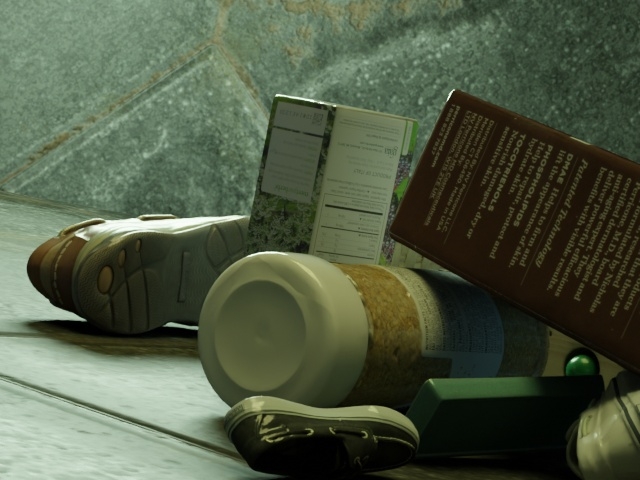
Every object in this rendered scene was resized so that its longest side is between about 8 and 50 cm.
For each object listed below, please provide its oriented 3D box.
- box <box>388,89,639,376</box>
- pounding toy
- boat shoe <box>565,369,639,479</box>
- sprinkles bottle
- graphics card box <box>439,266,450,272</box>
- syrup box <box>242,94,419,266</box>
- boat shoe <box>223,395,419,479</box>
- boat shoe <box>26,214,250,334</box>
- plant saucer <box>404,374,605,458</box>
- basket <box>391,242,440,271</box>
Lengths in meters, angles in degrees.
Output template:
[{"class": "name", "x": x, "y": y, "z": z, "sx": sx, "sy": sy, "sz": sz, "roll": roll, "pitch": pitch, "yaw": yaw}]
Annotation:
[{"class": "box", "x": 0.241, "y": 0.018, "z": 1.321, "sx": 0.191, "sy": 0.143, "sz": 0.381, "roll": 19, "pitch": 8, "yaw": -37}, {"class": "pounding toy", "x": 0.292, "y": 0.114, "z": 1.763, "sx": 0.141, "sy": 0.100, "sz": 0.130, "roll": 8, "pitch": 4, "yaw": -44}, {"class": "boat shoe", "x": 0.206, "y": 0.137, "z": 1.251, "sx": 0.076, "sy": 0.083, "sz": 0.226, "roll": -25, "pitch": -12, "yaw": 5}, {"class": "sprinkles bottle", "x": 0.054, "y": 0.077, "z": 1.403, "sx": 0.121, "sy": 0.121, "sz": 0.355, "roll": 13, "pitch": 4, "yaw": 33}, {"class": "graphics card box", "x": 0.306, "y": 0.104, "z": 2.074, "sx": 0.371, "sy": 0.094, "sz": 0.233, "roll": 11, "pitch": 3, "yaw": 9}, {"class": "syrup box", "x": 0.000, "y": 0.000, "z": 1.541, "sx": 0.096, "sy": 0.236, "sz": 0.093, "roll": 7, "pitch": 5, "yaw": -38}, {"class": "boat shoe", "x": 0.005, "y": 0.128, "z": 1.097, "sx": 0.142, "sy": 0.049, "sz": 0.040, "roll": 11, "pitch": 36, "yaw": -34}, {"class": "boat shoe", "x": -0.146, "y": 0.025, "z": 1.696, "sx": 0.116, "sy": 0.123, "sz": 0.324, "roll": 11, "pitch": 1, "yaw": 34}, {"class": "plant saucer", "x": 0.131, "y": 0.127, "z": 1.274, "sx": 0.192, "sy": 0.067, "sz": 0.018, "roll": 4, "pitch": 33, "yaw": -42}, {"class": "basket", "x": 0.038, "y": 0.041, "z": 1.656, "sx": 0.113, "sy": 0.167, "sz": 0.103, "roll": 8, "pitch": 10, "yaw": -34}]
